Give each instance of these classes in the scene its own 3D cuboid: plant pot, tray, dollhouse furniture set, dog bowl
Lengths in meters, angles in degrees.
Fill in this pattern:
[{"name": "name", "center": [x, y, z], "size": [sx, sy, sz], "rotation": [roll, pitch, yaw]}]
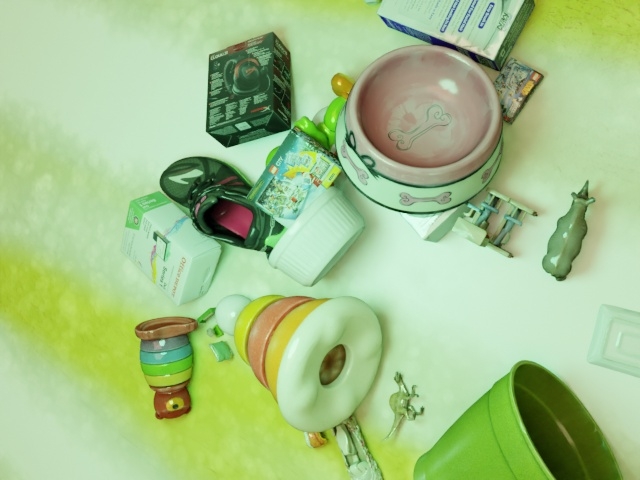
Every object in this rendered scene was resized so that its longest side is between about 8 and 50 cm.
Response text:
[{"name": "plant pot", "center": [0.408, 0.513, 1.452], "size": [0.353, 0.366, 0.366], "rotation": [-42, 72, 30]}, {"name": "tray", "center": [0.749, 0.245, 1.458], "size": [0.270, 0.030, 0.145], "rotation": [15, 95, 24]}, {"name": "dollhouse furniture set", "center": [0.412, -0.043, 1.535], "size": [0.129, 0.183, 0.129], "rotation": [31, 100, 22]}, {"name": "dog bowl", "center": [0.235, -0.274, 1.523], "size": [0.407, 0.150, 0.408], "rotation": [-1, 70, 2]}, {"name": "dollhouse furniture set", "center": [-0.291, 0.272, 1.892], "size": [0.058, 0.076, 0.152], "rotation": [-38, 73, 18]}]

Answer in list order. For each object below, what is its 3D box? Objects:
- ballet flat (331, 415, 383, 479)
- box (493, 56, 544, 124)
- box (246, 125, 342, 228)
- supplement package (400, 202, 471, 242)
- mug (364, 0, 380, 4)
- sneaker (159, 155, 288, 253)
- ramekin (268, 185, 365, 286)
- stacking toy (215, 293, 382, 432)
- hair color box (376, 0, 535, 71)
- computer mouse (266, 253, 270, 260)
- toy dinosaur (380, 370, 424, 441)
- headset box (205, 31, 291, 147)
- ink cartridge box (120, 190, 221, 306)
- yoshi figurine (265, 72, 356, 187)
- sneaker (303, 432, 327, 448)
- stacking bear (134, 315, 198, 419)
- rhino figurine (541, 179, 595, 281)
[{"name": "ballet flat", "center": [0.085, 0.563, 1.712], "size": [0.091, 0.077, 0.241], "rotation": [-32, 76, 19]}, {"name": "box", "center": [0.469, -0.367, 1.610], "size": [0.094, 0.027, 0.137], "rotation": [38, 103, 22]}, {"name": "box", "center": [-0.065, -0.151, 1.665], "size": [0.159, 0.044, 0.233], "rotation": [37, 120, -3]}, {"name": "supplement package", "center": [0.243, -0.128, 1.641], "size": [0.139, 0.134, 0.244], "rotation": [-44, 72, 16]}, {"name": "mug", "center": [0.146, -0.668, 1.751], "size": [0.078, 0.062, 0.064], "rotation": [4, 97, 30]}, {"name": "sneaker", "center": [-0.289, -0.114, 1.824], "size": [0.482, 0.202, 0.185], "rotation": [26, 105, 31]}, {"name": "ramekin", "center": [0.000, 0.000, 1.682], "size": [0.127, 0.273, 0.273], "rotation": [41, 104, 6]}, {"name": "stacking toy", "center": [-0.107, 0.258, 1.739], "size": [0.479, 0.350, 0.351], "rotation": [19, 96, 43]}, {"name": "hair color box", "center": [0.335, -0.578, 1.637], "size": [0.338, 0.110, 0.185], "rotation": [31, 99, 24]}, {"name": "computer mouse", "center": [-0.112, -0.051, 1.853], "size": [0.071, 0.041, 0.242], "rotation": [19, 102, 32]}, {"name": "toy dinosaur", "center": [0.213, 0.433, 1.685], "size": [0.092, 0.053, 0.183], "rotation": [4, 82, 39]}, {"name": "headset box", "center": [-0.200, -0.432, 1.834], "size": [0.218, 0.110, 0.293], "rotation": [-12, 65, 23]}, {"name": "ink cartridge box", "center": [-0.441, 0.024, 1.911], "size": [0.278, 0.117, 0.201], "rotation": [40, 129, 20]}, {"name": "yoshi figurine", "center": [-0.027, -0.272, 1.742], "size": [0.203, 0.203, 0.362], "rotation": [37, 101, 48]}, {"name": "sneaker", "center": [-0.030, 0.474, 1.786], "size": [0.067, 0.064, 0.175], "rotation": [-22, 84, 1]}, {"name": "stacking bear", "center": [-0.444, 0.380, 1.916], "size": [0.164, 0.175, 0.289], "rotation": [8, 104, 62]}, {"name": "rhino figurine", "center": [0.575, -0.023, 1.504], "size": [0.073, 0.106, 0.243], "rotation": [22, 97, 23]}]
